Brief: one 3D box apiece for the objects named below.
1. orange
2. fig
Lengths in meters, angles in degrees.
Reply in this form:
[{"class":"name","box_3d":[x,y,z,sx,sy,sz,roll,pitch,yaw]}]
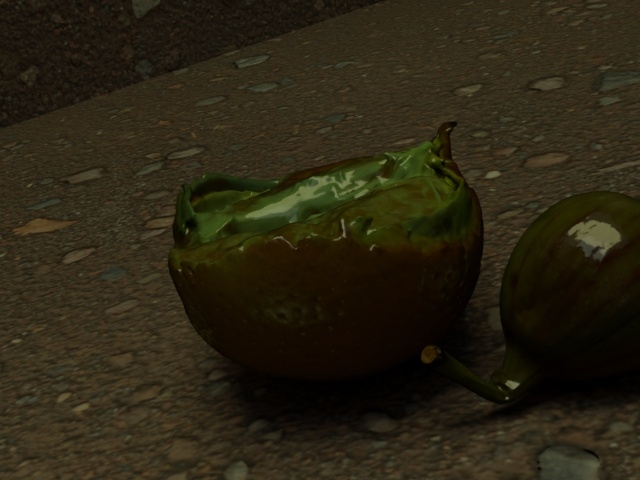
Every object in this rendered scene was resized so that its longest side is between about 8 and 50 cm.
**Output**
[{"class":"orange","box_3d":[0.000,0.010,0.926,0.263,0.196,0.334,-2,24,-9]},{"class":"fig","box_3d":[0.194,0.053,0.795,0.142,0.148,0.186,21,79,37]}]
